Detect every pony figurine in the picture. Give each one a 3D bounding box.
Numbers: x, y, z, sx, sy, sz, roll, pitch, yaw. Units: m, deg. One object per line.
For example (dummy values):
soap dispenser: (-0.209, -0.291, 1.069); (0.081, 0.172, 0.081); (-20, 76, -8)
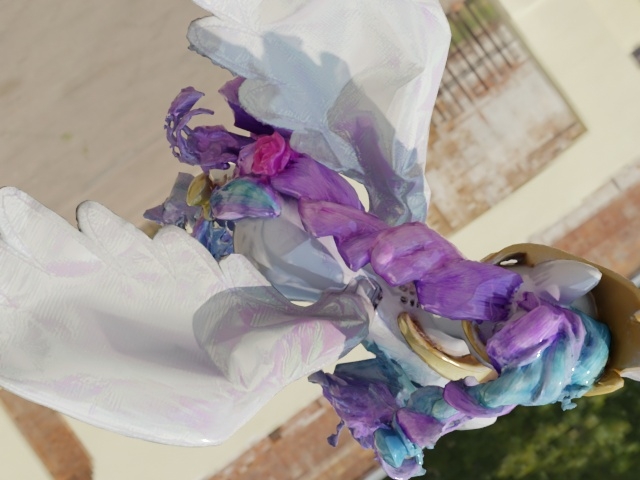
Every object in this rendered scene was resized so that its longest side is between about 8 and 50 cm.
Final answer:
pony figurine: (0.000, 0.000, 0.714); (0.302, 0.351, 0.363); (-62, -173, -11)
